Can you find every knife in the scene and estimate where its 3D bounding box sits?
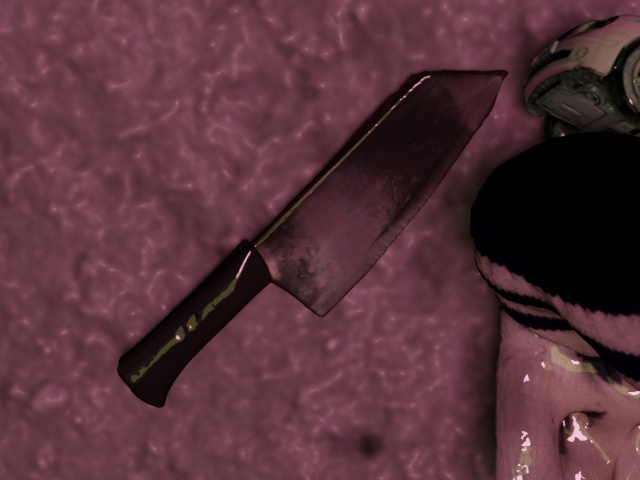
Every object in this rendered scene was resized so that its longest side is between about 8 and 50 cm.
[{"bbox_3d":[0.000,0.000,0.612,0.230,0.028,0.060,-45,113,10],"label":"knife"}]

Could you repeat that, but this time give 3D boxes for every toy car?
[{"bbox_3d":[0.197,-0.039,0.559,0.224,0.090,0.076,27,80,-5],"label":"toy car"}]

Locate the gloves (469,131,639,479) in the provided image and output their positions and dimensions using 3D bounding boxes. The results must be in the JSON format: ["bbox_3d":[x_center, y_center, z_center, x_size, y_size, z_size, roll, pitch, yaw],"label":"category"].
[{"bbox_3d":[0.142,0.055,0.578,0.140,0.131,0.219,-9,146,20],"label":"gloves"}]
